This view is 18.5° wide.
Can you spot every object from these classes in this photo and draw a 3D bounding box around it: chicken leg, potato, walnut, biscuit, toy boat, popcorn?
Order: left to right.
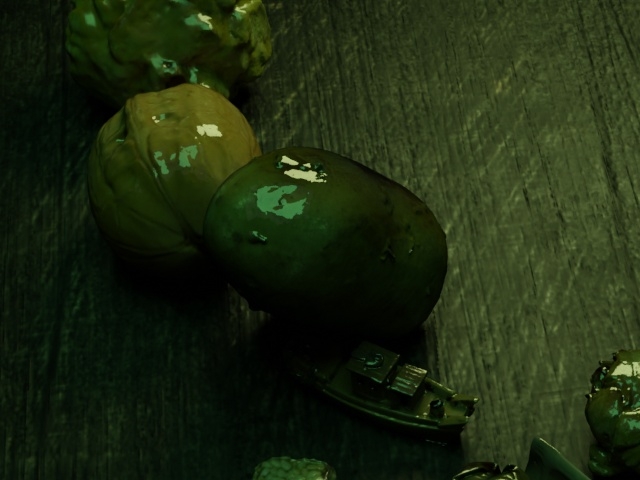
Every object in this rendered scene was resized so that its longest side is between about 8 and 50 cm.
[{"bbox_3d":[-0.174,-0.238,2.237,0.233,0.192,0.266,-15,70,-13],"label":"popcorn"},{"bbox_3d":[-0.152,-0.066,2.069,0.193,0.193,0.225,-7,44,-2],"label":"walnut"},{"bbox_3d":[-0.036,0.270,1.792,0.082,0.070,0.168,9,43,8],"label":"biscuit"},{"bbox_3d":[0.000,0.000,1.927,0.210,0.307,0.173,34,96,29],"label":"potato"},{"bbox_3d":[0.058,0.138,1.917,0.206,0.072,0.064,18,50,23],"label":"toy boat"},{"bbox_3d":[0.306,0.194,1.836,0.103,0.088,0.227,-1,49,-12],"label":"chicken leg"}]

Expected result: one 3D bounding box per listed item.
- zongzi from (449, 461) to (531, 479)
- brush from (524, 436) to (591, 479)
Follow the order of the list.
[{"bbox_3d":[0.042,0.317,1.693,0.300,0.138,0.286,0,42,8],"label":"zongzi"},{"bbox_3d":[0.305,0.283,1.757,0.050,0.060,0.321,-22,45,-34],"label":"brush"}]
